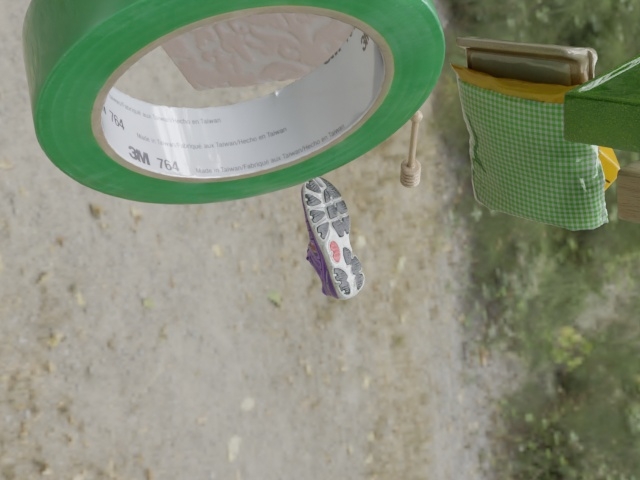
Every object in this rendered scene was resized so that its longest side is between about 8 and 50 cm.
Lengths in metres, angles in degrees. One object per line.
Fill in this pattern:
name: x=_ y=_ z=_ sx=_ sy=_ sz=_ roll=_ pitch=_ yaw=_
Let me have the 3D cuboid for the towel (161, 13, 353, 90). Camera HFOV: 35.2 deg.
towel: x=-0.107 y=-0.315 z=1.225 sx=0.317 sy=0.331 sz=0.053 roll=53 pitch=51 yaw=-38

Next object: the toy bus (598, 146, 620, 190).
toy bus: x=0.476 y=-0.218 z=2.129 sx=0.332 sy=0.130 sz=0.108 roll=25 pitch=35 yaw=-19

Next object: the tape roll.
tape roll: x=-0.065 y=-0.137 z=0.792 sx=0.321 sy=0.321 sz=0.077 roll=40 pitch=31 yaw=-62

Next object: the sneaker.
sneaker: x=0.000 y=0.000 z=1.355 sx=0.068 sy=0.071 sz=0.170 roll=-19 pitch=98 yaw=-41

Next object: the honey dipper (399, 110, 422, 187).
honey dipper: x=0.128 y=-0.130 z=1.412 sx=0.161 sy=0.030 sz=0.031 roll=86 pitch=7 yaw=-58

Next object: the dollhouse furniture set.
dollhouse furniture set: x=0.221 y=-0.074 z=0.944 sx=0.151 sy=0.301 sz=0.198 roll=-32 pitch=124 yaw=-37
